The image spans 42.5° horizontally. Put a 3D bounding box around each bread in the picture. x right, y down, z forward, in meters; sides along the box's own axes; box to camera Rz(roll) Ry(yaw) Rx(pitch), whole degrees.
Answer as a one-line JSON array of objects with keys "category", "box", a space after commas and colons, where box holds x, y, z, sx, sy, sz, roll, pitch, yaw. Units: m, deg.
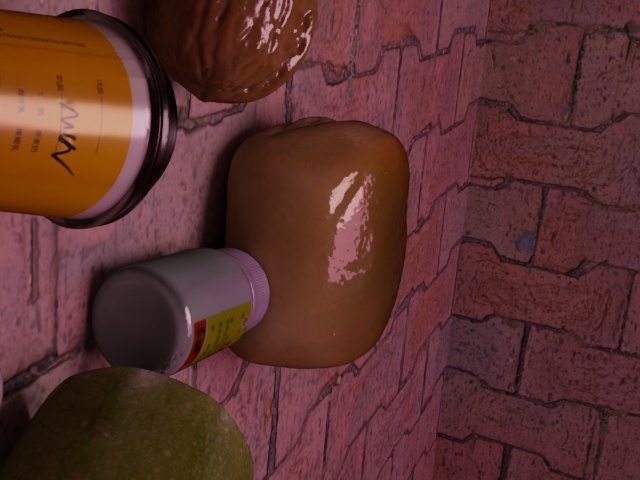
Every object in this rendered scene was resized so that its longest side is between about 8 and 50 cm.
[{"category": "bread", "box": [0.000, 0.000, 1.263, 0.348, 0.253, 0.375, -10, 109, -64]}]

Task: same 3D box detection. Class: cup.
[{"category": "cup", "box": [-0.261, -0.102, 0.658, 0.280, 0.196, 0.196, -6, 107, -59]}]

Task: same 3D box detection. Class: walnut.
[{"category": "walnut", "box": [-0.105, -0.261, 0.954, 0.213, 0.213, 0.213, 12, 90, -69]}]

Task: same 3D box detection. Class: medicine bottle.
[{"category": "medicine bottle", "box": [-0.167, 0.083, 1.032, 0.225, 0.139, 0.139, -19, 119, -66]}]

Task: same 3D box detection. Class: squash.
[{"category": "squash", "box": [-0.214, 0.326, 0.737, 0.384, 0.263, 0.263, -75, 168, -64]}]

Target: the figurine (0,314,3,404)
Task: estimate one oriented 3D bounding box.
[{"category": "figurine", "box": [-0.344, 0.150, 0.662, 0.162, 0.141, 0.236, 124, -14, -66]}]
